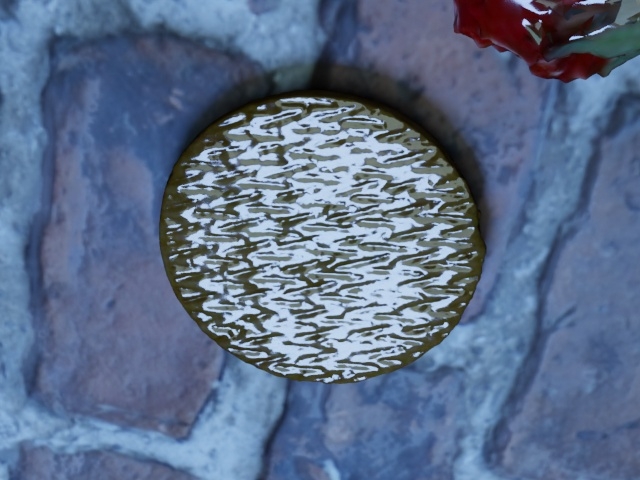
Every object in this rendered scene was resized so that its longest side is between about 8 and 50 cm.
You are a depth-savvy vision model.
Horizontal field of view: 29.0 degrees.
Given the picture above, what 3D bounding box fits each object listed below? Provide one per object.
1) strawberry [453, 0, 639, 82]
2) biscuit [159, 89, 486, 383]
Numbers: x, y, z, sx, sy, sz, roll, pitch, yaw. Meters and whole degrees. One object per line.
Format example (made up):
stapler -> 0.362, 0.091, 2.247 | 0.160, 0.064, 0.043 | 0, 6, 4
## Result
strawberry -> 0.164, -0.293, 0.703 | 0.345, 0.295, 0.317 | 60, 147, -1
biscuit -> 0.000, 0.000, 0.985 | 0.262, 0.037, 0.262 | 3, 115, 7
